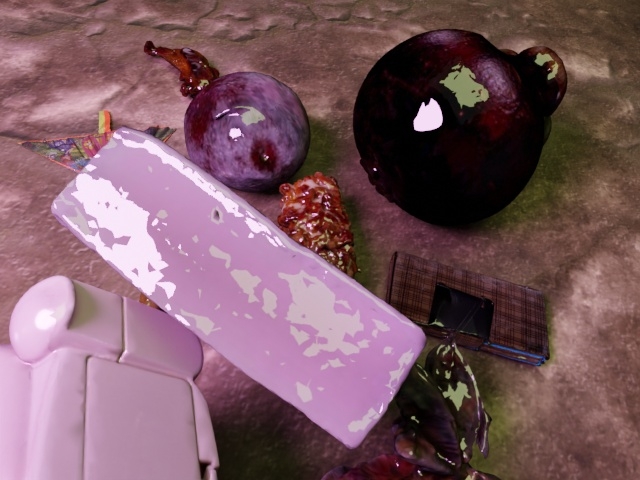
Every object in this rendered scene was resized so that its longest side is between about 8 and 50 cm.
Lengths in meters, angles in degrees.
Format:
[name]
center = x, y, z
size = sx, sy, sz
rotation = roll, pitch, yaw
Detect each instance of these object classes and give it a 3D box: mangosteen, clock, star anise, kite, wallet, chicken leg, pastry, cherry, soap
[mangosteen]
center = 0.206, -0.171, 0.736
size = 0.314, 0.297, 0.296
rotation = -19, 48, 22
[clock]
center = -0.231, 0.227, 0.338
size = 0.326, 0.184, 0.342
rotation = -32, 45, 14
[star anise]
center = 0.110, 0.232, 0.485
size = 0.282, 0.129, 0.212
rotation = 63, 32, -11
[kite]
center = -0.349, -0.150, 0.783
size = 0.241, 0.014, 0.183
rotation = -8, 54, -17
[wallet]
center = 0.207, 0.092, 0.701
size = 0.230, 0.042, 0.124
rotation = 17, 48, -2
[chicken leg]
center = -0.245, -0.318, 0.916
size = 0.089, 0.048, 0.219
rotation = -25, 62, -32
[pastry]
center = -0.002, 0.000, 0.695
size = 0.115, 0.097, 0.208
rotation = -3, 54, -3
[cherry]
center = -0.103, -0.157, 0.740
size = 0.195, 0.195, 0.195
rotation = 6, 51, -8
[soap]
center = -0.066, 0.054, 0.481
size = 0.285, 0.296, 0.107
rotation = 36, 76, 7

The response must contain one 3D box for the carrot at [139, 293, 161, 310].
[carrot]
center = -0.209, 0.054, 0.638
size = 0.049, 0.049, 0.254
rotation = 11, 55, -5
